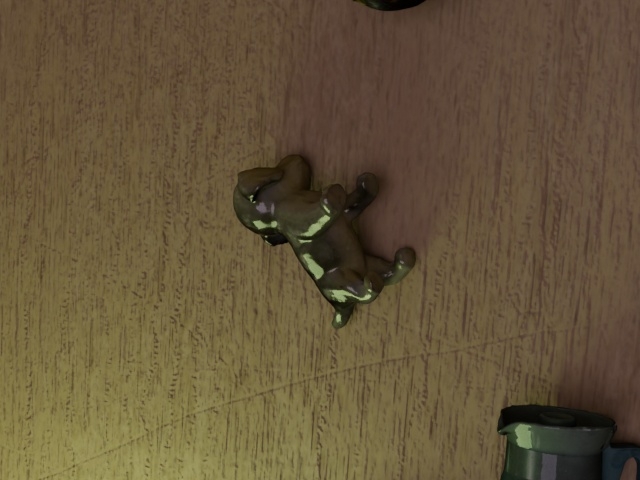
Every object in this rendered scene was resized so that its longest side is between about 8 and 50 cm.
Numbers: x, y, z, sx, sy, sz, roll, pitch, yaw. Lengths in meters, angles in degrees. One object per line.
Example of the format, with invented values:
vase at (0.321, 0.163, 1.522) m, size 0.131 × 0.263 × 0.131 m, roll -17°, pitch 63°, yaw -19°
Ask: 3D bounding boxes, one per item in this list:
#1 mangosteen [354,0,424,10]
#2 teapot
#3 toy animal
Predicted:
mangosteen at (0.083, -0.368, 1.391) m, size 0.192 × 0.192 × 0.217 m, roll 40°, pitch 91°, yaw 12°
teapot at (0.281, 0.311, 1.445) m, size 0.203 × 0.171 × 0.225 m, roll 3°, pitch 95°, yaw -10°
toy animal at (0.004, -0.013, 1.521) m, size 0.168 × 0.121 × 0.233 m, roll -32°, pitch 96°, yaw 40°
